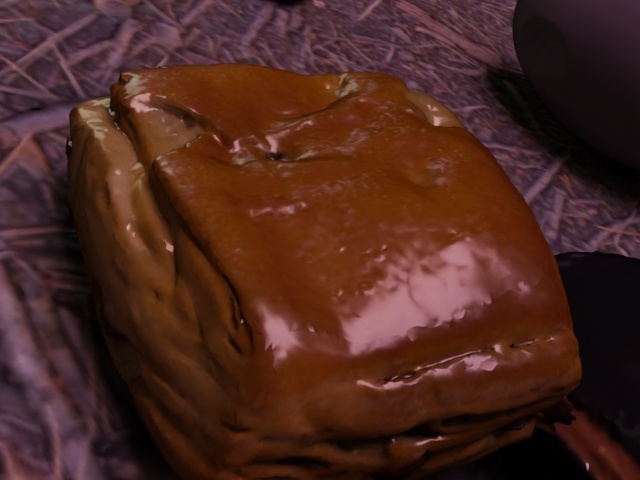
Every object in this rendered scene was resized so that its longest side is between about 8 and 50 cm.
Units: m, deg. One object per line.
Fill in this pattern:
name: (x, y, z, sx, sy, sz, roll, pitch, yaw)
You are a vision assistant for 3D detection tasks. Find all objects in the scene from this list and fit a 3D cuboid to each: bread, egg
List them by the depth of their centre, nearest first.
bread: (0.000, 0.000, 0.454, 0.210, 0.099, 0.235, -5, 45, -25)
egg: (0.267, -0.151, 0.795, 0.231, 0.176, 0.176, 30, 36, 2)

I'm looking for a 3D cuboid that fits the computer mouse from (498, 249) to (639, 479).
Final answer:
computer mouse: (0.194, 0.123, 0.474, 0.182, 0.116, 0.323, -3, 48, -30)
